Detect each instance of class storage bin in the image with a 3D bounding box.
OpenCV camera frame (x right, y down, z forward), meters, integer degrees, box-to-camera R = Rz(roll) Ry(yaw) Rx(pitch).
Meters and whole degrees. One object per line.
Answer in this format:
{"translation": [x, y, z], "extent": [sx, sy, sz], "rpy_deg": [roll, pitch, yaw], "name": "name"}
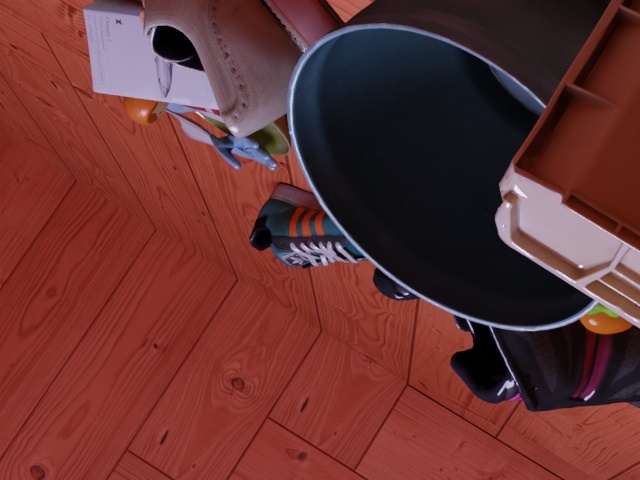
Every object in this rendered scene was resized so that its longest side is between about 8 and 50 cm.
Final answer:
{"translation": [0.279, -0.061, 0.859], "extent": [0.260, 0.262, 0.123], "rpy_deg": [32, 168, 5], "name": "storage bin"}

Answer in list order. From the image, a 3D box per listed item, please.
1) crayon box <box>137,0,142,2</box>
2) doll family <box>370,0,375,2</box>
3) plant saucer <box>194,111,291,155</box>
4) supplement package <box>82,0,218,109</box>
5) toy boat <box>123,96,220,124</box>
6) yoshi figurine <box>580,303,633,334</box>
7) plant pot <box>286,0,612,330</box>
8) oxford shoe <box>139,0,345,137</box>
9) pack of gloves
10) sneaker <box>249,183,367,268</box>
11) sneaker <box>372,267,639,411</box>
{"translation": [-0.252, -0.351, 1.538], "extent": [0.278, 0.081, 0.165], "rpy_deg": [23, 165, 39], "name": "crayon box"}
{"translation": [0.000, -0.281, 1.192], "extent": [0.111, 0.076, 0.193], "rpy_deg": [14, 163, 47], "name": "doll family"}
{"translation": [-0.135, -0.203, 1.954], "extent": [0.241, 0.037, 0.241], "rpy_deg": [31, 169, 7], "name": "plant saucer"}
{"translation": [-0.165, -0.223, 1.589], "extent": [0.179, 0.105, 0.105], "rpy_deg": [10, 119, 25], "name": "supplement package"}
{"translation": [-0.185, -0.202, 1.738], "extent": [0.231, 0.151, 0.151], "rpy_deg": [18, 146, 36], "name": "toy boat"}
{"translation": [0.329, 0.009, 1.173], "extent": [0.203, 0.203, 0.362], "rpy_deg": [34, 162, 11], "name": "yoshi figurine"}
{"translation": [0.148, -0.100, 1.108], "extent": [0.293, 0.196, 0.293], "rpy_deg": [28, 145, 22], "name": "plant pot"}
{"translation": [-0.123, -0.248, 1.254], "extent": [0.140, 0.146, 0.397], "rpy_deg": [40, -171, -49], "name": "oxford shoe"}
{"translation": [-0.179, -0.164, 2.033], "extent": [0.232, 0.046, 0.195], "rpy_deg": [22, 165, 43], "name": "pack of gloves"}
{"translation": [0.000, 0.000, 2.222], "extent": [0.108, 0.121, 0.302], "rpy_deg": [41, 166, -36], "name": "sneaker"}
{"translation": [0.248, 0.098, 1.466], "extent": [0.483, 0.202, 0.185], "rpy_deg": [35, 180, -19], "name": "sneaker"}
